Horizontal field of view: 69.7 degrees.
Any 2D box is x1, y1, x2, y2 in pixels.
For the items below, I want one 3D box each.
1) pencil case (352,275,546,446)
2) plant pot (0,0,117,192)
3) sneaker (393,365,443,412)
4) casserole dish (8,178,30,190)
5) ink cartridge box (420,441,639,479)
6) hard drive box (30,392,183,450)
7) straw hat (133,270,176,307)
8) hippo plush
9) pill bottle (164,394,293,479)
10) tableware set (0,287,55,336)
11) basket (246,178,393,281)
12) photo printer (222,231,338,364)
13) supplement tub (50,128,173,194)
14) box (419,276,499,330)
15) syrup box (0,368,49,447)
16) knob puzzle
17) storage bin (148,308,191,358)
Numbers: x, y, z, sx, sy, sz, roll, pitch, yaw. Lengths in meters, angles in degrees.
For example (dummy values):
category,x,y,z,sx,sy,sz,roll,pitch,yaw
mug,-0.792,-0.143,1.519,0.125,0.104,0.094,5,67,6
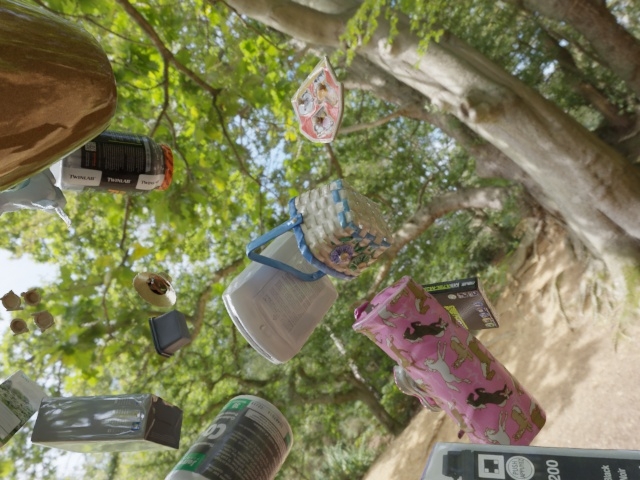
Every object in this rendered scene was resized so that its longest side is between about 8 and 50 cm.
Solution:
category,x,y,z,sx,sy,sz,roll,pitch,yaw
pencil case,0.240,0.242,0.891,0.167,0.386,0.160,-44,-4,10
plant pot,-0.331,-0.134,0.415,0.254,0.237,0.237,-34,-18,-54
sneaker,0.338,0.435,1.385,0.111,0.102,0.252,-37,-55,28
casserole dish,-0.678,-0.173,0.951,0.114,0.036,0.188,2,-52,-13
ink cartridge box,0.143,0.224,0.318,0.209,0.206,0.045,-7,28,21
hard drive box,-0.436,0.389,0.969,0.233,0.089,0.181,-4,-31,4
straw hat,-0.469,0.126,1.348,0.144,0.145,0.061,-58,6,40
hippo plush,-0.819,-0.111,1.197,0.237,0.294,0.234,-28,-14,-19
pill bottle,-0.226,0.545,1.044,0.204,0.204,0.361,-55,-5,32
tableware set,-0.960,0.232,1.502,0.141,0.168,0.020,-17,11,2
basket,0.000,0.000,1.102,0.289,0.200,0.255,-29,-34,30
photo printer,-0.106,0.156,1.235,0.107,0.256,0.307,-23,18,41
supplement tub,-0.670,-0.253,1.490,0.338,0.207,0.207,0,-43,-39
box,0.357,0.178,1.226,0.184,0.190,0.045,-15,42,29
syrup box,-0.643,0.349,0.906,0.096,0.093,0.237,-39,10,-10
knob puzzle,-0.007,-0.335,1.166,0.030,0.213,0.213,-7,-37,-40
storage bin,-0.467,0.290,1.452,0.091,0.135,0.098,-29,-32,4
